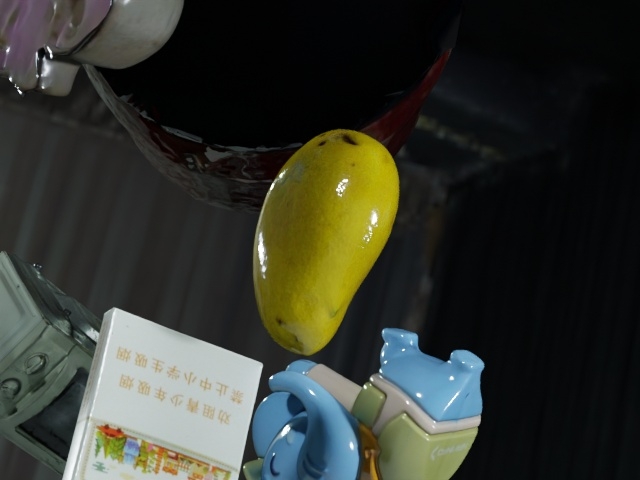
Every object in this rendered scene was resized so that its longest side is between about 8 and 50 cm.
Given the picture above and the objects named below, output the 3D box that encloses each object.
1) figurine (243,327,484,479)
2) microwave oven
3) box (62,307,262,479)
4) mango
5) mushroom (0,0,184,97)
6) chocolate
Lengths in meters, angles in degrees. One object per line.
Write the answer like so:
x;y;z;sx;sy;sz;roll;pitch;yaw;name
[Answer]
0.027;0.179;1.515;0.180;0.262;0.154;28;18;2;figurine
-0.254;0.127;1.687;0.205;0.129;0.163;45;4;-42;microwave oven
-0.115;0.167;1.186;0.122;0.220;0.032;24;-29;-23;box
0.000;0.000;1.204;0.076;0.161;0.103;26;-14;-40;mango
-0.157;-0.165;1.149;0.117;0.141;0.188;4;12;-41;mushroom
-0.036;-0.203;1.631;0.383;0.384;0.331;11;-11;8;chocolate
